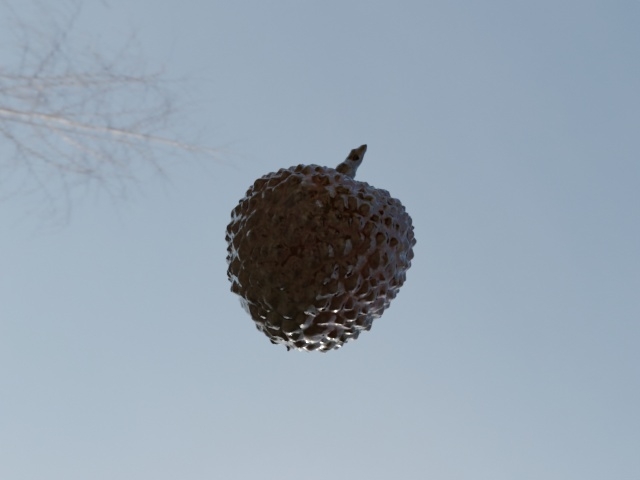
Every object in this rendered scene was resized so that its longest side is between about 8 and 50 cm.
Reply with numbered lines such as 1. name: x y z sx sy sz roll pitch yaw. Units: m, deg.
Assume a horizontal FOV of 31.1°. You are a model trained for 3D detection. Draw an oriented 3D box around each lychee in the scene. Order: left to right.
1. lychee: 0.000 0.000 0.980 0.165 0.165 0.197 3 -106 37
